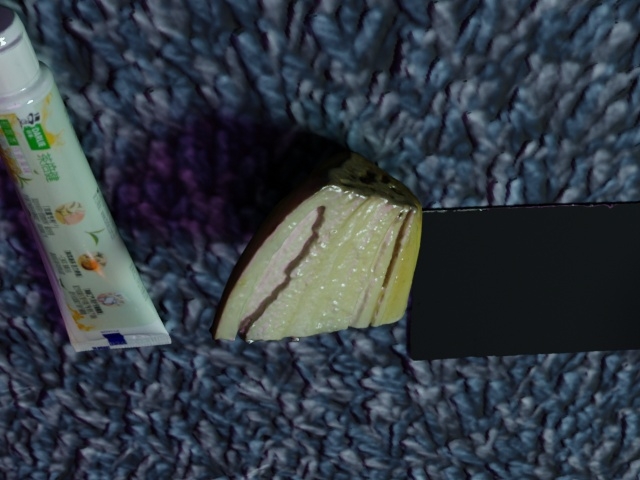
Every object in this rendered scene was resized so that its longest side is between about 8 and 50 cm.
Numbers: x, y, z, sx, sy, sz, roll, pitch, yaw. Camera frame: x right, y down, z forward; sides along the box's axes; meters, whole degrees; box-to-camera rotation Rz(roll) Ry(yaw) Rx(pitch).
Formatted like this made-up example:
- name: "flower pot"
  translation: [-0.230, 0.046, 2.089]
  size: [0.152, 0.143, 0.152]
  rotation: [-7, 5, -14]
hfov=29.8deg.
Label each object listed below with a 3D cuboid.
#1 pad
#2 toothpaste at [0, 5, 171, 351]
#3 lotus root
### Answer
- name: "pad"
  translation: [0.192, 0.034, 0.935]
  size: [0.243, 0.004, 0.164]
  rotation: [-2, 132, -1]
- name: "toothpaste"
  translation: [-0.177, -0.023, 0.835]
  size: [0.056, 0.058, 0.314]
  rotation: [-41, 143, -26]
- name: "lotus root"
  translation: [0.003, -0.001, 0.832]
  size: [0.159, 0.095, 0.135]
  rotation: [3, 127, -38]
